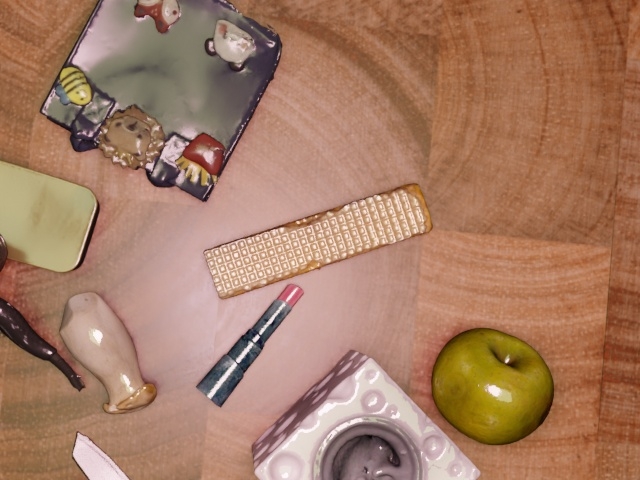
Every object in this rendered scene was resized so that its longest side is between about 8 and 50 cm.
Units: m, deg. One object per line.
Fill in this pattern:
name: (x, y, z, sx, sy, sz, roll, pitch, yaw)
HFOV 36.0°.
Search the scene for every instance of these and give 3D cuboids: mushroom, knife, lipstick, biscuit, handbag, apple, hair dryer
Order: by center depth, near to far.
hair dryer: (-0.519, 0.140, 1.542, 0.303, 0.120, 0.359, -28, 118, 30)
mushroom: (-0.343, 0.182, 1.573, 0.097, 0.088, 0.213, -28, 94, -20)
apple: (0.273, 0.236, 1.583, 0.196, 0.196, 0.157, 24, 115, -4)
handbag: (-0.252, -0.254, 1.592, 0.303, 0.122, 0.329, 28, 86, -4)
knife: (-0.333, 0.407, 1.600, 0.060, 0.028, 0.230, -35, 88, -18)
lipstick: (-0.110, 0.165, 1.615, 0.053, 0.053, 0.234, 39, 83, -2)
biscuit: (0.000, 0.000, 1.631, 0.378, 0.054, 0.094, -19, 90, -6)

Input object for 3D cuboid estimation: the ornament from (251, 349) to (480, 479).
ornament: (0.058, 0.340, 1.528, 0.240, 0.240, 0.239, -43, 92, -6)

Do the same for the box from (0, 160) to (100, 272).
box: (-0.461, -0.037, 1.574, 0.201, 0.090, 0.145, 16, 86, -4)
